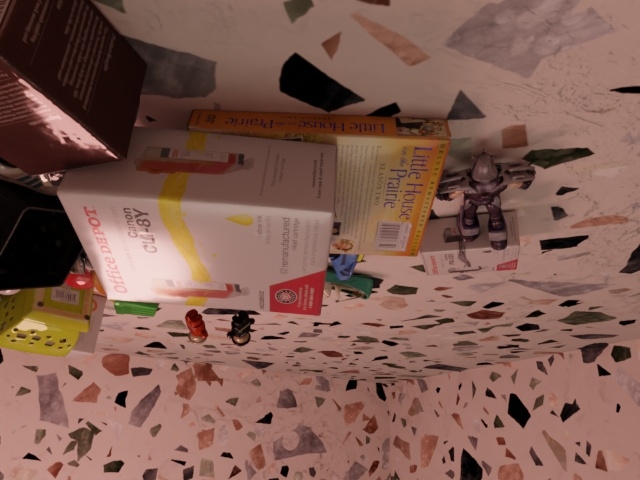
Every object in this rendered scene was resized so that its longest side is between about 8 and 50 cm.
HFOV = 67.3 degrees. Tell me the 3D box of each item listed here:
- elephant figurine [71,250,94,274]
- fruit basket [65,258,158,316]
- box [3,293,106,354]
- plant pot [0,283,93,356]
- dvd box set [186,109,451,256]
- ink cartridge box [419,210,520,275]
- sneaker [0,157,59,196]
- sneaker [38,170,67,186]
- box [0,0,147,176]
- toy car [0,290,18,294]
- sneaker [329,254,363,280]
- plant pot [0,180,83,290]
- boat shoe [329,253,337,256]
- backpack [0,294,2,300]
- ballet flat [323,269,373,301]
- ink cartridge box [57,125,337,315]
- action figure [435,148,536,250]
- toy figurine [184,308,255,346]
[{"bbox_3d":[-0.562,-0.007,1.133,0.240,0.185,0.169,9,-168,10],"label":"elephant figurine"},{"bbox_3d":[-0.599,0.086,1.340,0.353,0.165,0.327,28,157,-11],"label":"fruit basket"},{"bbox_3d":[-0.968,0.271,1.675,0.168,0.214,0.345,-19,148,39],"label":"box"},{"bbox_3d":[-0.847,0.209,1.505,0.207,0.227,0.228,-33,141,28],"label":"plant pot"},{"bbox_3d":[-0.006,-0.091,0.880,0.421,0.062,0.307,2,140,1],"label":"dvd box set"},{"bbox_3d":[0.347,0.012,1.136,0.218,0.092,0.158,-4,155,17],"label":"ink cartridge box"},{"bbox_3d":[-0.549,-0.133,0.925,0.161,0.057,0.075,17,158,-24],"label":"sneaker"},{"bbox_3d":[-0.432,-0.177,0.818,0.118,0.083,0.222,-7,156,-17],"label":"sneaker"},{"bbox_3d":[-0.359,-0.210,0.601,0.167,0.168,0.203,-6,154,16],"label":"box"},{"bbox_3d":[-0.871,0.060,1.314,0.182,0.159,0.136,0,119,7],"label":"toy car"},{"bbox_3d":[0.056,0.047,1.269,0.082,0.069,0.209,8,154,-7],"label":"sneaker"},{"bbox_3d":[-0.604,-0.024,0.965,0.167,0.187,0.188,35,-172,14],"label":"plant pot"},{"bbox_3d":[-0.011,-0.029,1.059,0.089,0.108,0.258,-17,152,29],"label":"boat shoe"},{"bbox_3d":[-1.037,0.113,1.420,0.189,0.144,0.166,-1,161,15],"label":"backpack"},{"bbox_3d":[0.045,0.136,1.443,0.248,0.087,0.083,10,155,-17],"label":"ballet flat"},{"bbox_3d":[-0.177,-0.022,0.799,0.385,0.160,0.279,5,139,-2],"label":"ink cartridge box"},{"bbox_3d":[0.309,-0.085,0.927,0.186,0.099,0.285,2,153,18],"label":"action figure"},{"bbox_3d":[-0.311,0.220,1.507,0.213,0.209,0.148,1,140,-6],"label":"toy figurine"}]
